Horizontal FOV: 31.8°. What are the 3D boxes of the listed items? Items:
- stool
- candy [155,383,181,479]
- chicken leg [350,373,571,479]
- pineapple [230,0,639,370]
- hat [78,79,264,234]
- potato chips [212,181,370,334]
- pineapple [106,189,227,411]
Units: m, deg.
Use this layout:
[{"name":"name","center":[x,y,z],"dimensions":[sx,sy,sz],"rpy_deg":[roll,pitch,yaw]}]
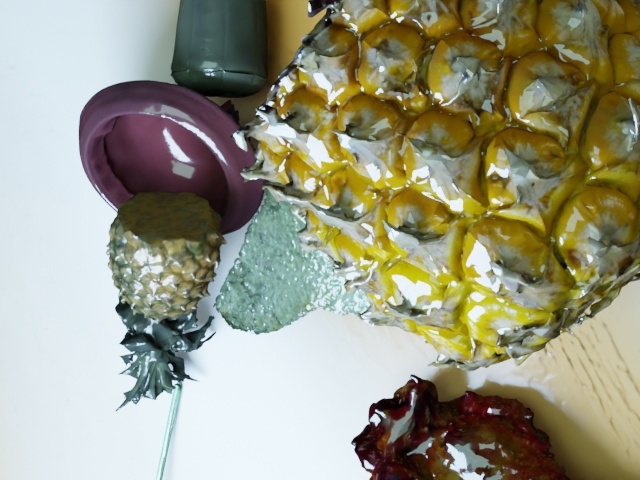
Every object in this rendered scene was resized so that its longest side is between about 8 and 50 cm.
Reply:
[{"name":"stool","center":[-0.097,-0.197,1.100],"dimensions":[0.096,0.096,0.110],"rpy_deg":[4,91,28]},{"name":"candy","center":[-0.173,0.254,1.214],"dimensions":[0.061,0.061,0.202],"rpy_deg":[14,93,27]},{"name":"chicken leg","center":[0.216,0.226,0.978],"dimensions":[0.407,0.096,0.158],"rpy_deg":[8,80,25]},{"name":"pineapple","center":[0.132,-0.075,0.867],"dimensions":[0.352,0.352,0.300],"rpy_deg":[-42,86,25]},{"name":"hat","center":[-0.145,-0.087,1.123],"dimensions":[0.205,0.089,0.205],"rpy_deg":[13,134,14]},{"name":"potato chips","center":[-0.002,0.003,1.081],"dimensions":[0.228,0.059,0.167],"rpy_deg":[-20,98,13]},{"name":"pineapple","center":[-0.155,0.066,1.116],"dimensions":[0.125,0.125,0.251],"rpy_deg":[31,134,22]}]
